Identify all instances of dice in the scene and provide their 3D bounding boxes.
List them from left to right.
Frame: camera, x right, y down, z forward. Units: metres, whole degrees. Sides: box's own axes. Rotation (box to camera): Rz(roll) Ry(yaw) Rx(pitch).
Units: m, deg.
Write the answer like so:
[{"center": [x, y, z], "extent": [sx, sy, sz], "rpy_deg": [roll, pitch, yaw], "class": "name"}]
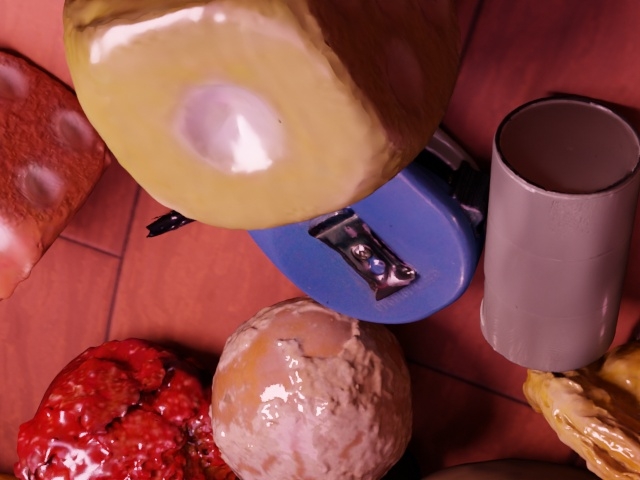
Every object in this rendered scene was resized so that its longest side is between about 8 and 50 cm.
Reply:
[{"center": [-0.312, -0.053, 1.721], "extent": [0.174, 0.179, 0.175], "rpy_deg": [36, 133, -14], "class": "dice"}, {"center": [-0.041, -0.164, 1.459], "extent": [0.238, 0.233, 0.227], "rpy_deg": [-12, 129, 32], "class": "dice"}]

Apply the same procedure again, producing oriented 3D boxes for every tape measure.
[{"center": [0.000, 0.000, 1.711], "extent": [0.215, 0.098, 0.351], "rpy_deg": [41, 136, -19], "class": "tape measure"}]

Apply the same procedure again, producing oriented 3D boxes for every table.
[{"center": [0.205, -0.003, 1.598], "extent": [0.126, 0.126, 0.220], "rpy_deg": [11, 136, 12], "class": "table"}]

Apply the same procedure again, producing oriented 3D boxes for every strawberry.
[{"center": [-0.181, 0.226, 1.903], "extent": [0.220, 0.274, 0.274], "rpy_deg": [-28, 119, 22], "class": "strawberry"}]

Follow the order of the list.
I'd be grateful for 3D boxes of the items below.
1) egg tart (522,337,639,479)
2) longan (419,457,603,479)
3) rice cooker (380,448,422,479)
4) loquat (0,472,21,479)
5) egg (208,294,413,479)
[{"center": [0.327, 0.188, 1.691], "extent": [0.319, 0.319, 0.128], "rpy_deg": [39, 92, -18], "class": "egg tart"}, {"center": [0.186, 0.385, 1.821], "extent": [0.404, 0.336, 0.404], "rpy_deg": [-6, 163, -2], "class": "longan"}, {"center": [0.006, 0.267, 1.956], "extent": [0.203, 0.118, 0.142], "rpy_deg": [-12, 128, 26], "class": "rice cooker"}, {"center": [-0.425, 0.402, 2.145], "extent": [0.359, 0.328, 0.328], "rpy_deg": [46, 147, 29], "class": "loquat"}, {"center": [-0.009, 0.159, 1.799], "extent": [0.203, 0.203, 0.245], "rpy_deg": [20, 144, 2], "class": "egg"}]
